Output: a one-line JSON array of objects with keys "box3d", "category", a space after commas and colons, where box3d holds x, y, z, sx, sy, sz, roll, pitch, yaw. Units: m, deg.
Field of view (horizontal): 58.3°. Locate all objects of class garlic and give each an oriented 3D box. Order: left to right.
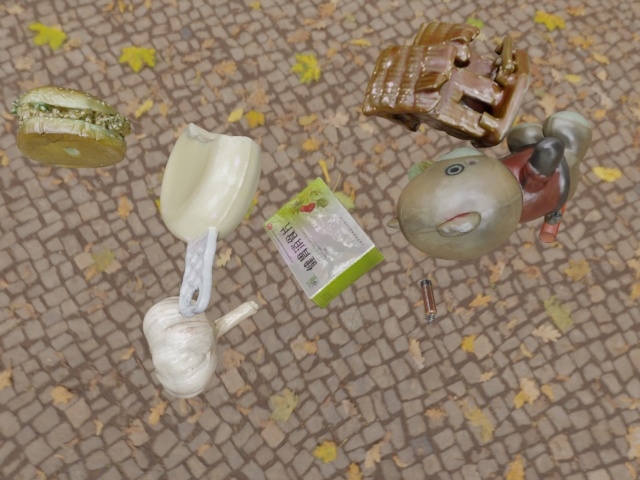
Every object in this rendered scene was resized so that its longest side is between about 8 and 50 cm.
[{"box3d": [-0.220, 0.184, 1.110, 0.225, 0.199, 0.199, -21, 71, -18], "category": "garlic"}]

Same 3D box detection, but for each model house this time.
[{"box3d": [0.199, -0.258, 0.920, 0.229, 0.219, 0.200, 18, 86, -3], "category": "model house"}]

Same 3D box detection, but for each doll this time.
[{"box3d": [0.271, -0.075, 0.900, 0.329, 0.235, 0.174, -23, 102, -16], "category": "doll"}]

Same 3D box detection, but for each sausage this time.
[{"box3d": [0.479, -0.053, 1.174, 0.034, 0.034, 0.129, 28, 59, 6], "category": "sausage"}]

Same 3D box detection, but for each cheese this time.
[{"box3d": [-0.150, -0.031, 0.702, 0.070, 0.163, 0.249, 25, 73, -38], "category": "cheese"}]

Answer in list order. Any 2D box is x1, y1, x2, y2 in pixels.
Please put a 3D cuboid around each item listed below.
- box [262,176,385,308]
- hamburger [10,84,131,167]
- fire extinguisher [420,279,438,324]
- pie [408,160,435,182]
[{"box3d": [0.000, -0.001, 1.257, 0.175, 0.062, 0.260, -40, 50, 4], "category": "box"}, {"box3d": [-0.462, -0.211, 1.088, 0.215, 0.189, 0.122, 2, 74, -4], "category": "hamburger"}, {"box3d": [0.196, 0.113, 1.043, 0.028, 0.022, 0.083, -16, 56, 19], "category": "fire extinguisher"}, {"box3d": [0.281, -0.084, 1.169, 0.240, 0.054, 0.241, 25, 30, -16], "category": "pie"}]
